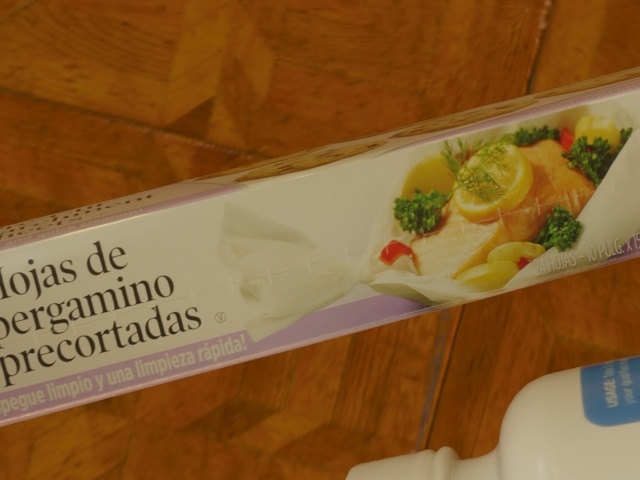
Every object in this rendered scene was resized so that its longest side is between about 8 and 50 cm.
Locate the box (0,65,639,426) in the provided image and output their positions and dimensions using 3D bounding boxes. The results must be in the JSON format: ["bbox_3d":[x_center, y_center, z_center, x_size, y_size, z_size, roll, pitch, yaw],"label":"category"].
[{"bbox_3d":[0.000,0.000,0.569,0.324,0.067,0.063,-14,99,-4],"label":"box"}]

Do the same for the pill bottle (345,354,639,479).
[{"bbox_3d":[0.124,0.090,0.455,0.222,0.124,0.124,-11,97,11],"label":"pill bottle"}]
